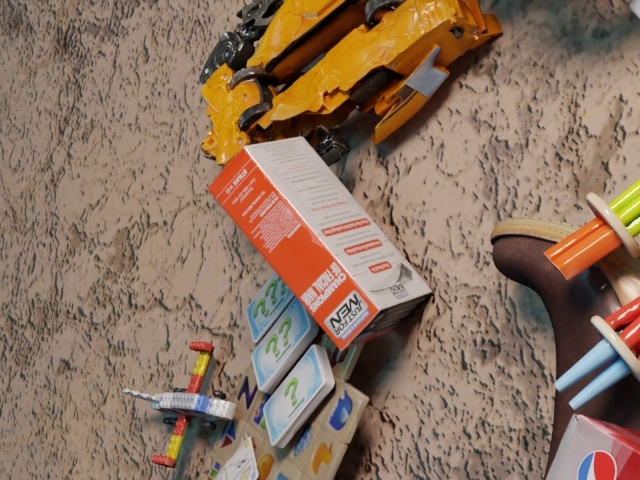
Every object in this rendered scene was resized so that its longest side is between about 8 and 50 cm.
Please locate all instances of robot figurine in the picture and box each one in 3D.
[{"bbox_3d":[0.010,-0.147,1.498,0.291,0.085,0.211,-37,50,32],"label":"robot figurine"}]

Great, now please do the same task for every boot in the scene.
[{"bbox_3d":[0.175,0.104,1.204,0.248,0.090,0.207,23,89,46],"label":"boot"}]

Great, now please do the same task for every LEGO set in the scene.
[{"bbox_3d":[-0.089,0.137,1.496,0.244,0.060,0.182,-52,30,25],"label":"LEGO set"}]

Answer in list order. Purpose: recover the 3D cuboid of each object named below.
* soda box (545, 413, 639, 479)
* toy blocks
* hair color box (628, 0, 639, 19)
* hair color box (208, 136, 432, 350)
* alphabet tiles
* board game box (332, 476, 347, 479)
[{"bbox_3d":[0.233,0.171,0.978,0.092,0.263,0.083,31,100,50],"label":"soda box"},{"bbox_3d":[0.189,0.027,1.132,0.148,0.054,0.123,-38,57,1],"label":"toy blocks"},{"bbox_3d":[0.278,-0.140,1.225,0.072,0.043,0.141,-50,45,23],"label":"hair color box"},{"bbox_3d":[0.000,0.000,1.391,0.167,0.093,0.053,50,117,15],"label":"hair color box"},{"bbox_3d":[-0.036,0.167,1.452,0.237,0.009,0.198,-66,28,3],"label":"alphabet tiles"},{"bbox_3d":[0.043,0.282,1.322,0.211,0.039,0.160,22,91,50],"label":"board game box"}]
